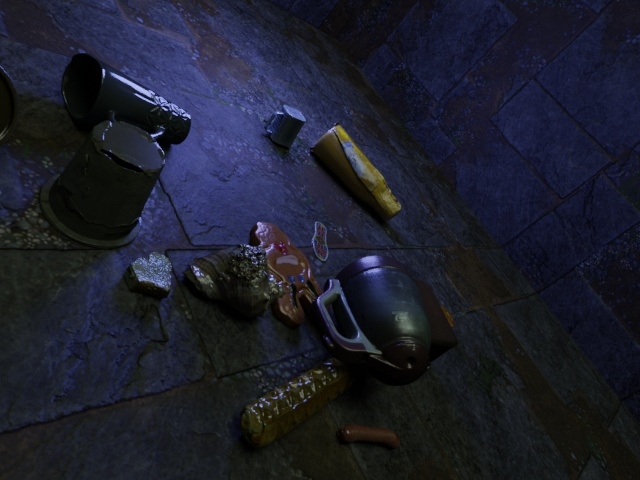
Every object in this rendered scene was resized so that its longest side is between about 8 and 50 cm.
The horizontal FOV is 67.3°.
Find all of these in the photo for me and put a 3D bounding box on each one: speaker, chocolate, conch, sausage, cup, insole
[{"bbox_3d":[0.270,0.246,1.443,0.192,0.153,0.231,16,40,-42],"label":"speaker"},{"bbox_3d":[0.165,-0.273,1.963,0.445,0.162,0.162,47,29,2],"label":"chocolate"},{"bbox_3d":[-0.196,0.083,1.113,0.245,0.163,0.178,11,7,-20],"label":"conch"},{"bbox_3d":[0.116,0.449,1.106,0.186,0.043,0.043,23,36,-34],"label":"sausage"},{"bbox_3d":[-0.142,-0.435,1.814,0.128,0.129,0.095,12,36,-39],"label":"cup"},{"bbox_3d":[0.000,0.000,1.562,0.065,0.006,0.193,33,32,-21],"label":"insole"}]

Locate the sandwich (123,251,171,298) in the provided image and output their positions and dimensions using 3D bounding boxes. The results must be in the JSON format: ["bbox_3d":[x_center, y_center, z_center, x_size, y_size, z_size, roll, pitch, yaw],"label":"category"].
[{"bbox_3d":[-0.355,0.065,0.998,0.093,0.036,0.105,26,33,-28],"label":"sandwich"}]

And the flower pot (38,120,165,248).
[{"bbox_3d":[-0.431,-0.121,0.979,0.212,0.202,0.212,29,37,-24],"label":"flower pot"}]

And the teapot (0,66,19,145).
[{"bbox_3d":[-0.685,-0.243,0.854,0.175,0.186,0.268,11,55,20],"label":"teapot"}]

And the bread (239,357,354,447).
[{"bbox_3d":[-0.035,0.332,1.026,0.084,0.077,0.367,53,29,17],"label":"bread"}]

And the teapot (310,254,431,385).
[{"bbox_3d":[0.125,0.205,1.185,0.314,0.233,0.312,14,29,-19],"label":"teapot"}]

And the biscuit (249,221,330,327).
[{"bbox_3d":[-0.092,0.083,1.301,0.202,0.047,0.334,7,46,-48],"label":"biscuit"}]

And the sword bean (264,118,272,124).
[{"bbox_3d":[-0.188,-0.458,1.899,0.083,0.012,0.012,24,35,-34],"label":"sword bean"}]

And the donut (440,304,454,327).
[{"bbox_3d":[0.427,0.274,1.720,0.108,0.043,0.097,42,30,-3],"label":"donut"}]

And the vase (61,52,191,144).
[{"bbox_3d":[-0.482,-0.333,1.245,0.300,0.156,0.251,14,38,-52],"label":"vase"}]
